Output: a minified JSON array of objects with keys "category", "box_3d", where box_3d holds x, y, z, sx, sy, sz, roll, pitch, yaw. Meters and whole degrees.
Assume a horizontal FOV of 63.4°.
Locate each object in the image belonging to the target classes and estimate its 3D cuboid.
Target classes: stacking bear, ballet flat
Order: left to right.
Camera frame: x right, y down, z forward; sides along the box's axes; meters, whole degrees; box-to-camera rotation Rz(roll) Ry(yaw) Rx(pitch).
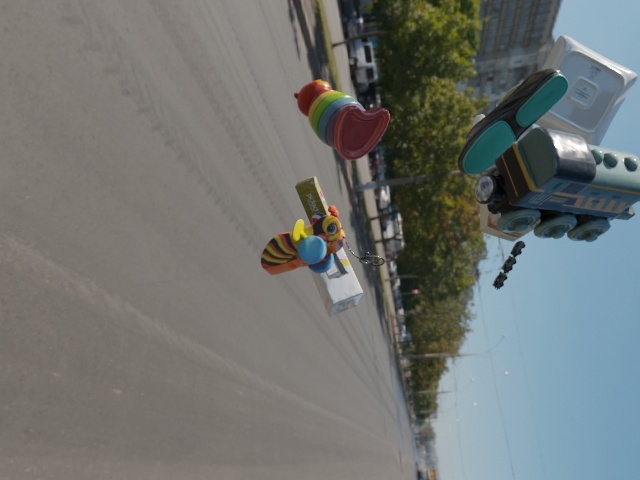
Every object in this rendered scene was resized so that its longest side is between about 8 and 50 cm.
[{"category":"stacking bear","box_3d":[0.034,-0.373,1.520,0.289,0.175,0.164,48,-49,37]},{"category":"ballet flat","box_3d":[0.385,-0.247,1.084,0.095,0.280,0.096,47,5,-33]}]

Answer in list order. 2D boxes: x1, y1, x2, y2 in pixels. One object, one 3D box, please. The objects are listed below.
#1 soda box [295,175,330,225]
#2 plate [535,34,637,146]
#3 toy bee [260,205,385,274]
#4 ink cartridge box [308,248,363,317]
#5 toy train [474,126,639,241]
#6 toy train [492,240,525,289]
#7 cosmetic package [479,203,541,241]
[{"category":"soda box","box_3d":[-0.013,-0.098,1.559,0.058,0.061,0.181,-71,141,-69]},{"category":"plate","box_3d":[0.795,-0.449,1.587,0.278,0.277,0.045,-62,-179,5]},{"category":"toy bee","box_3d":[0.000,0.000,1.317,0.195,0.298,0.162,104,-13,-66]},{"category":"ink cartridge box","box_3d":[0.035,0.111,1.966,0.226,0.131,0.306,96,-30,-70]},{"category":"toy train","box_3d":[0.444,-0.095,0.926,0.190,0.334,0.142,130,-41,-53]},{"category":"toy train","box_3d":[0.525,0.069,1.453,0.158,0.027,0.036,-58,-177,-9]},{"category":"cosmetic package","box_3d":[0.690,-0.123,1.767,0.296,0.153,0.129,126,-24,-61]}]
